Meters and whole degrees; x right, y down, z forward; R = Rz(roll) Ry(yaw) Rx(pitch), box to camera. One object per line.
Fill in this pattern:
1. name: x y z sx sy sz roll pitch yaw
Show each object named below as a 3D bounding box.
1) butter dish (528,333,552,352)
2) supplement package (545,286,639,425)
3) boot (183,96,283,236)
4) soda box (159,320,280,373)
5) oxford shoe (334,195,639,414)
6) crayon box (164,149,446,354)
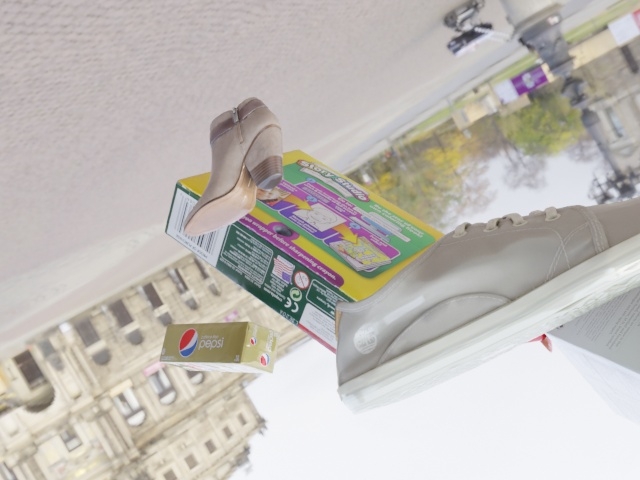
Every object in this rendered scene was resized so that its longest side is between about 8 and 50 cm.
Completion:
1. butter dish: 0.332 0.118 1.261 0.118 0.159 0.160 -18 -157 1
2. supplement package: 0.430 0.114 0.735 0.199 0.198 0.263 -51 -151 -8
3. boot: -0.081 -0.067 0.613 0.119 0.086 0.042 -30 152 16
4. soda box: -0.142 0.148 0.968 0.181 0.058 0.061 -9 154 42
5. oxford shoe: 0.199 0.025 0.672 0.450 0.130 0.169 -28 160 14
6. crayon box: 0.000 0.000 1.104 0.313 0.363 0.106 -23 140 -53
